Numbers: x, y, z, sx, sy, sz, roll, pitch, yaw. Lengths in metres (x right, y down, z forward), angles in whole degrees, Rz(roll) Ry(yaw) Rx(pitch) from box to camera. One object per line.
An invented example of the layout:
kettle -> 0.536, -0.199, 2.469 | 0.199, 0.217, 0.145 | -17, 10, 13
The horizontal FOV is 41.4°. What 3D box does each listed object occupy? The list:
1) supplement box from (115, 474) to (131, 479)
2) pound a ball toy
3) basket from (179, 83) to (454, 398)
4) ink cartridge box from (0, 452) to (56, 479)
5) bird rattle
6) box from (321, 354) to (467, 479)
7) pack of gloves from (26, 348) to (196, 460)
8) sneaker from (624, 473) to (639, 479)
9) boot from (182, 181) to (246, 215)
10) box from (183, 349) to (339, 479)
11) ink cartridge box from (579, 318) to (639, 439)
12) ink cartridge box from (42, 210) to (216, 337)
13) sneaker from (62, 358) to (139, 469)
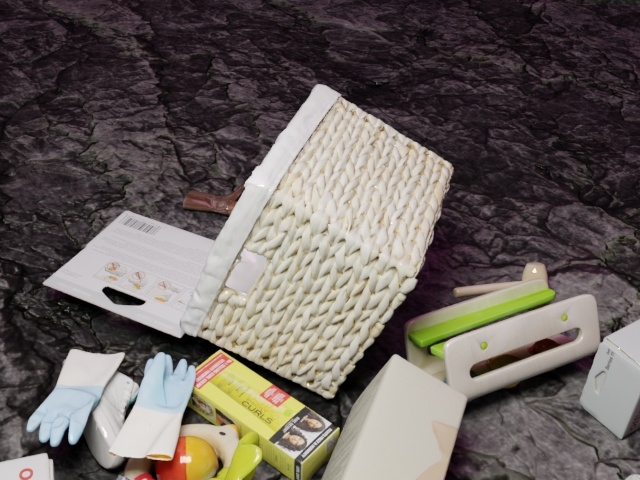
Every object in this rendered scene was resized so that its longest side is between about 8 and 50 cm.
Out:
supplement box -> -0.157, 0.364, 0.931 | 0.220, 0.114, 0.111 | 34, 70, -6
pound a ball toy -> 0.285, 0.150, 1.344 | 0.319, 0.135, 0.208 | -15, 16, -22
basket -> 0.000, 0.000, 1.300 | 0.267, 0.328, 0.331 | 29, 38, -3
ink cartridge box -> -0.438, 0.380, 0.979 | 0.273, 0.114, 0.197 | -9, 40, -14
bird rattle -> -0.181, 0.324, 1.104 | 0.254, 0.143, 0.207 | -14, 27, -1
box -> 0.072, 0.309, 1.062 | 0.121, 0.148, 0.311 | 30, 42, 0
pack of gloves -> -0.276, 0.201, 1.151 | 0.195, 0.046, 0.232 | 6, 23, -1
sneaker -> 0.452, 0.399, 1.057 | 0.095, 0.090, 0.235 | 4, 39, -20
boot -> -0.208, -0.089, 1.674 | 0.114, 0.037, 0.106 | 8, 35, 14
box -> -0.088, 0.251, 1.217 | 0.232, 0.058, 0.087 | 28, 45, 30
ink cartridge box -> 0.505, 0.185, 1.268 | 0.209, 0.153, 0.087 | -20, 44, -26
ink cartridge box -> -0.285, 0.067, 1.443 | 0.275, 0.060, 0.239 | 18, 41, 18
sneaker -> -0.301, 0.235, 1.218 | 0.094, 0.080, 0.212 | -6, 36, -30
